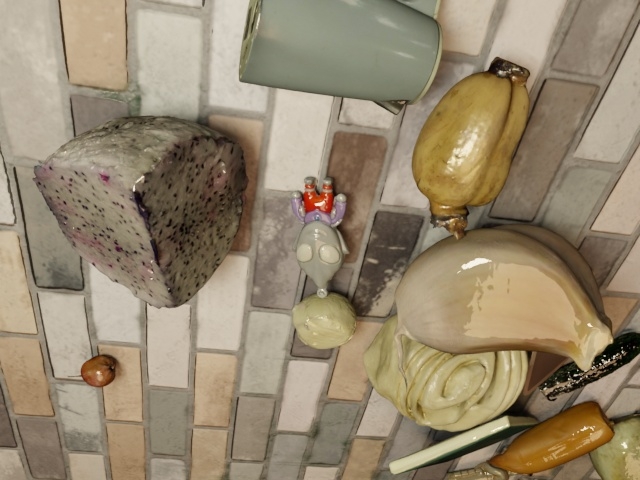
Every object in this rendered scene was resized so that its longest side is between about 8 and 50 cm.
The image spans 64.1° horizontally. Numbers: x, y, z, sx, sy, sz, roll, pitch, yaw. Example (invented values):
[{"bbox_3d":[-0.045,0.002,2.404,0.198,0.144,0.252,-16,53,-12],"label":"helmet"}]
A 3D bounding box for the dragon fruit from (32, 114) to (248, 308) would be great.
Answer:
[{"bbox_3d":[-0.252,-0.069,0.756,0.221,0.204,0.283,19,139,17],"label":"dragon fruit"}]

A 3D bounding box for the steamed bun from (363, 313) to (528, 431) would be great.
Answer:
[{"bbox_3d":[0.259,0.264,1.004,0.289,0.203,0.276,18,122,-16],"label":"steamed bun"}]

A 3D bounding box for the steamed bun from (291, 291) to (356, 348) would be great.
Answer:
[{"bbox_3d":[0.012,0.145,0.972,0.112,0.091,0.130,-20,139,23],"label":"steamed bun"}]

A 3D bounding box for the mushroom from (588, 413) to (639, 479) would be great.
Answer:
[{"bbox_3d":[0.797,0.577,1.280,0.189,0.164,0.267,-12,125,4],"label":"mushroom"}]

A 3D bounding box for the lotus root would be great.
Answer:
[{"bbox_3d":[0.221,-0.138,0.760,0.154,0.140,0.257,-1,123,-39],"label":"lotus root"}]

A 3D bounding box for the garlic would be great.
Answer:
[{"bbox_3d":[0.283,0.088,0.872,0.340,0.231,0.246,-17,99,27],"label":"garlic"}]

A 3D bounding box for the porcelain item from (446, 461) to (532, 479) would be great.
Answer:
[{"bbox_3d":[0.449,0.620,1.357,0.213,0.054,0.084,-21,126,13],"label":"porcelain item"}]

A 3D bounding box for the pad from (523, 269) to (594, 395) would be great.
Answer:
[{"bbox_3d":[0.477,0.191,1.027,0.176,0.002,0.266,-27,131,-27],"label":"pad"}]

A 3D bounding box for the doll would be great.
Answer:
[{"bbox_3d":[0.000,0.000,0.885,0.102,0.075,0.228,6,115,13],"label":"doll"}]

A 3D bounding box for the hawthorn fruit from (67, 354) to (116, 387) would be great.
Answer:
[{"bbox_3d":[-0.472,0.276,1.054,0.103,0.067,0.067,-21,124,8],"label":"hawthorn fruit"}]

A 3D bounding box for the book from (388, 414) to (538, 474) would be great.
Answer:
[{"bbox_3d":[0.335,0.452,1.140,0.264,0.031,0.379,-30,150,18],"label":"book"}]

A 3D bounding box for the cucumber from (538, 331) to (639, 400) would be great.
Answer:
[{"bbox_3d":[0.596,0.275,1.117,0.245,0.067,0.067,-32,121,17],"label":"cucumber"}]

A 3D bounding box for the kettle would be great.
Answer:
[{"bbox_3d":[0.032,-0.286,0.659,0.243,0.160,0.211,8,96,-17],"label":"kettle"}]

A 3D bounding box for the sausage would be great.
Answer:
[{"bbox_3d":[0.550,0.500,1.249,0.112,0.112,0.328,38,118,-26],"label":"sausage"}]
